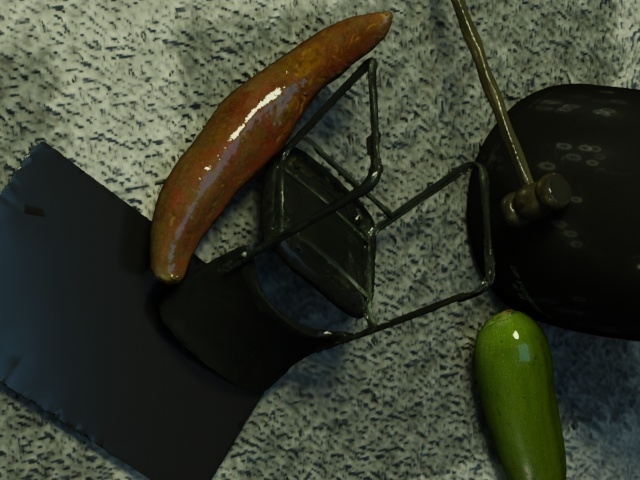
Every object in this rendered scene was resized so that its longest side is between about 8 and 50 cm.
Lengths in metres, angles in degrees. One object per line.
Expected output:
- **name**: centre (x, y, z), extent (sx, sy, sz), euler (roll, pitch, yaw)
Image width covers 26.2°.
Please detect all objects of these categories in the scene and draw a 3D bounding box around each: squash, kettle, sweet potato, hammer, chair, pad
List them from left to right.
- **pad**: centre (-0.149, 0.066, 1.016), extent (0.265, 0.009, 0.160), euler (39, 76, -27)
- **sweet potato**: centre (-0.049, -0.080, 1.010), extent (0.255, 0.078, 0.058), euler (-48, 122, -1)
- **chair**: centre (0.000, 0.000, 1.034), extent (0.221, 0.145, 0.140), euler (-33, 122, 27)
- **hammer**: centre (0.120, -0.153, 1.062), extent (0.029, 0.058, 0.292), euler (-13, 80, -37)
- **squash**: centre (0.174, 0.150, 1.172), extent (0.066, 0.066, 0.201), euler (-24, 115, -24)
- **kettle**: centre (0.293, 0.010, 1.088), extent (0.207, 0.290, 0.268), euler (-39, 114, -20)
